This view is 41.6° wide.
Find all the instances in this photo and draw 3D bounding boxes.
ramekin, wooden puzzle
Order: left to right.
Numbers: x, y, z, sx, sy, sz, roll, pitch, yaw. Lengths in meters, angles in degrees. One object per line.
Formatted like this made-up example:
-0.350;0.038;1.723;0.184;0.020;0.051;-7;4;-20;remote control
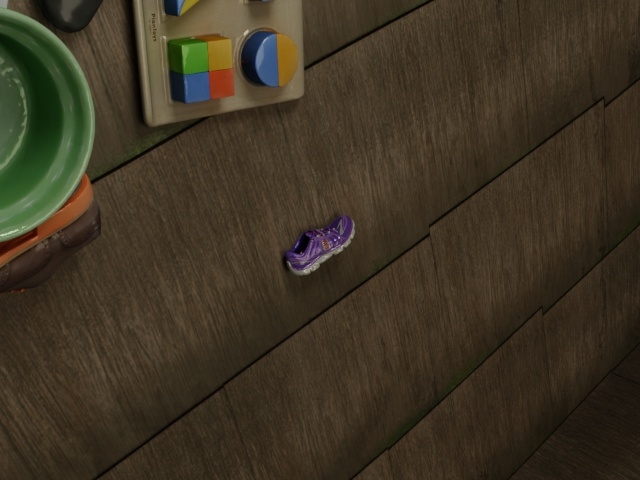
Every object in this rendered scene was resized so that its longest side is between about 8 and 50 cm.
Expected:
-0.466;-0.157;1.099;0.303;0.148;0.303;-18;118;-38;ramekin
-0.144;-0.364;1.375;0.347;0.080;0.322;-20;119;-38;wooden puzzle

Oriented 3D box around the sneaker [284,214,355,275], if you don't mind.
0.000;0.000;1.672;0.170;0.068;0.071;-40;124;-25;sneaker

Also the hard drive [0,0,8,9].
-0.472;-0.472;1.007;0.233;0.047;0.353;0;106;-44;hard drive

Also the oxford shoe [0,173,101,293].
-0.466;0.045;1.202;0.363;0.130;0.133;-35;142;-21;oxford shoe

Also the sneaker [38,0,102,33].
-0.304;-0.424;1.163;0.109;0.130;0.286;14;97;-48;sneaker
